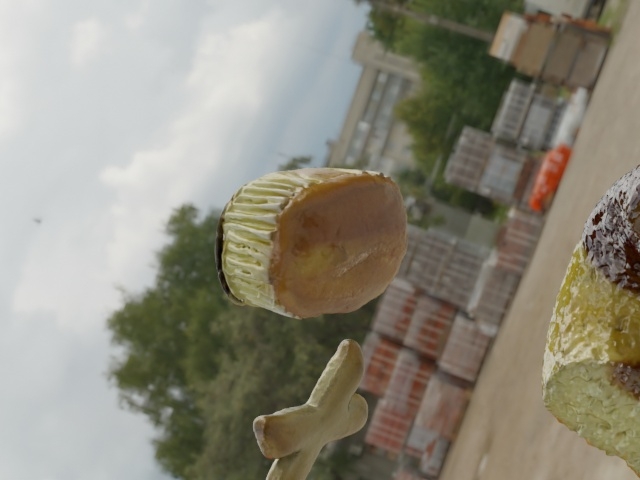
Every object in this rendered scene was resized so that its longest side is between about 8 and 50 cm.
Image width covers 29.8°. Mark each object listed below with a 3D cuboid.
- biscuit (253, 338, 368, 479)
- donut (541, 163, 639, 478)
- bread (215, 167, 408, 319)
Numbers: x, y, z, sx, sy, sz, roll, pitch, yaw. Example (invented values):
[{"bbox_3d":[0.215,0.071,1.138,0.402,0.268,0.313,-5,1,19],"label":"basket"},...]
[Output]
[{"bbox_3d":[-0.007,0.244,1.591,0.208,0.047,0.164,-41,-43,-38],"label":"biscuit"},{"bbox_3d":[0.234,0.016,0.832,0.151,0.112,0.295,-76,2,-47],"label":"donut"},{"bbox_3d":[0.000,0.000,1.112,0.191,0.114,0.132,-16,-71,-42],"label":"bread"}]
